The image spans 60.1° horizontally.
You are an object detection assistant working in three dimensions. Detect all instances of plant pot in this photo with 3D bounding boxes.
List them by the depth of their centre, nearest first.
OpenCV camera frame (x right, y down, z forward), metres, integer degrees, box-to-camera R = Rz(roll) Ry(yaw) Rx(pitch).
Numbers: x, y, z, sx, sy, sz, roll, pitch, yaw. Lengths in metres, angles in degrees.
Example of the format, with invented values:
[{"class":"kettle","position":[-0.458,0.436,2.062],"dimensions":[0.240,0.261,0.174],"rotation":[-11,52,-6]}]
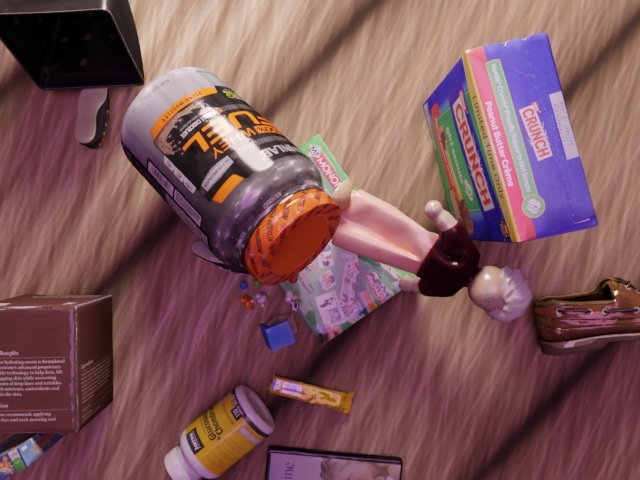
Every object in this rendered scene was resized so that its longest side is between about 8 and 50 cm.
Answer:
[{"class":"plant pot","position":[-0.409,-0.378,0.922],"dimensions":[0.188,0.187,0.167],"rotation":[-4,70,-1]}]

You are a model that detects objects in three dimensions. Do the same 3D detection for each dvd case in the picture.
[{"class":"dvd case","position":[0.019,0.482,1.024],"dimensions":[0.253,0.022,0.180],"rotation":[6,91,-1]}]

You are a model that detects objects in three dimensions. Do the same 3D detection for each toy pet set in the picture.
[{"class":"toy pet set","position":[-0.093,0.129,0.971],"dimensions":[0.122,0.065,0.114],"rotation":[-10,103,28]}]

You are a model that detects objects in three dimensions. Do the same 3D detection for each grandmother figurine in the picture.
[{"class":"grandmother figurine","position":[0.172,0.029,0.896],"dimensions":[0.342,0.208,0.104],"rotation":[26,61,13]}]

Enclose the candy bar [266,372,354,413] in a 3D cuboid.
[{"class":"candy bar","position":[-0.019,0.282,1.021],"dimensions":[0.162,0.018,0.040],"rotation":[14,87,-1]}]

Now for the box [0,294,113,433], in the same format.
[{"class":"box","position":[-0.460,0.201,0.935],"dimensions":[0.169,0.167,0.203],"rotation":[0,91,-1]}]

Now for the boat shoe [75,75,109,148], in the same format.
[{"class":"boat shoe","position":[-0.406,-0.230,0.993],"dimensions":[0.049,0.042,0.133],"rotation":[4,77,8]}]

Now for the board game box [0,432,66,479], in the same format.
[{"class":"board game box","position":[-0.503,0.349,0.920],"dimensions":[0.136,0.201,0.035],"rotation":[-27,92,-1]}]

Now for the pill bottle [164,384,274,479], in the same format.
[{"class":"pill bottle","position":[-0.180,0.350,0.976],"dimensions":[0.184,0.103,0.103],"rotation":[-39,92,-1]}]

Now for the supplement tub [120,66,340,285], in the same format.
[{"class":"supplement tub","position":[-0.139,-0.100,0.868],"dimensions":[0.207,0.207,0.338],"rotation":[-46,69,0]}]

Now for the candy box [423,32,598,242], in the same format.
[{"class":"candy box","position":[0.275,-0.136,0.871],"dimensions":[0.122,0.317,0.268],"rotation":[-15,91,-1]}]

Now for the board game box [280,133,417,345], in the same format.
[{"class":"board game box","position":[0.000,0.000,1.003],"dimensions":[0.213,0.046,0.317],"rotation":[-35,92,-1]}]

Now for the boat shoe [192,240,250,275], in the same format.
[{"class":"boat shoe","position":[-0.171,0.033,1.003],"dimensions":[0.125,0.038,0.046],"rotation":[12,48,-2]}]

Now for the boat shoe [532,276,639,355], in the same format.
[{"class":"boat shoe","position":[0.537,0.119,0.985],"dimensions":[0.307,0.111,0.104],"rotation":[-14,92,-1]}]
